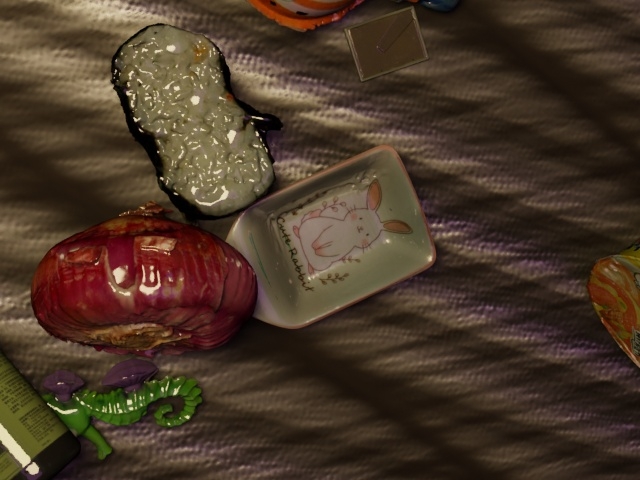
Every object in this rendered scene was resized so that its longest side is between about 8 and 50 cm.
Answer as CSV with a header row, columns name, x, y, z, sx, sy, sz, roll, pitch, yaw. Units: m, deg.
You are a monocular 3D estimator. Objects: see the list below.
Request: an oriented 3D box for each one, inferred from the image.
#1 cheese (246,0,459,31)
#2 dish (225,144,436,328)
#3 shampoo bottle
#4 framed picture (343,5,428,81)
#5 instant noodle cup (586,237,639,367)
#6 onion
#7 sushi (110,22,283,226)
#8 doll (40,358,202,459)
name,x,y,z,sx,sy,sz,roll,pitch,yaw
cheese,0.025,-0.326,1.023,0.330,0.129,0.216,5,101,-33
dish,0.000,0.000,1.085,0.234,0.064,0.154,-25,102,-12
shampoo bottle,-0.371,0.140,0.975,0.101,0.101,0.284,-41,89,-7
framed picture,0.077,-0.228,1.108,0.089,0.007,0.066,-22,101,-12
instant noodle cup,0.486,0.060,1.133,0.200,0.264,0.264,-39,105,-15
onion,-0.177,0.033,0.986,0.230,0.230,0.163,12,65,-16
sushi,-0.128,-0.129,1.007,0.147,0.115,0.212,-32,98,-5
doll,-0.224,0.185,1.055,0.190,0.050,0.115,-11,122,-15
